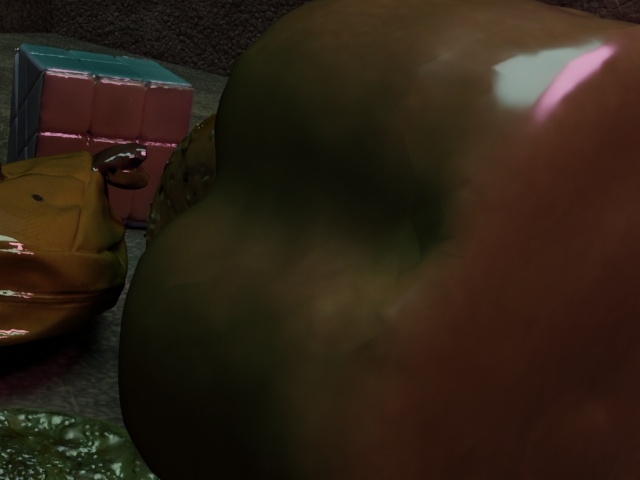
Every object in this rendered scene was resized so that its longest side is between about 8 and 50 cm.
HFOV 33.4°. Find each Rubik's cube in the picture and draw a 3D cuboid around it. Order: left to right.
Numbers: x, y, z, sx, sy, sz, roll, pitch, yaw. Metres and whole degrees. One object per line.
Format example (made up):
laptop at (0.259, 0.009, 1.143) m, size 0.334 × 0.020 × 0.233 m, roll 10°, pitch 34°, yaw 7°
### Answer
Rubik's cube at (-0.338, -0.157, 1.594) m, size 0.225 × 0.221 × 0.231 m, roll 3°, pitch 18°, yaw -26°

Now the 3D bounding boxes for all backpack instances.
backpack at (-0.355, -0.003, 1.090) m, size 0.354 × 0.201 × 0.378 m, roll 3°, pitch 14°, yaw -13°

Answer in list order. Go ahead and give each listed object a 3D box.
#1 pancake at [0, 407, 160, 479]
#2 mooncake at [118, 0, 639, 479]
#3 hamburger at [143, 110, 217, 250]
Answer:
pancake at (-0.235, 0.184, 0.808) m, size 0.254 × 0.037 × 0.253 m, roll 11°, pitch 16°, yaw -3°
mooncake at (0.092, 0.069, 0.693) m, size 0.467 × 0.466 × 0.262 m, roll -6°, pitch 21°, yaw -45°
hamburger at (-0.039, 0.040, 0.993) m, size 0.195 × 0.317 × 0.277 m, roll -4°, pitch -7°, yaw -36°
